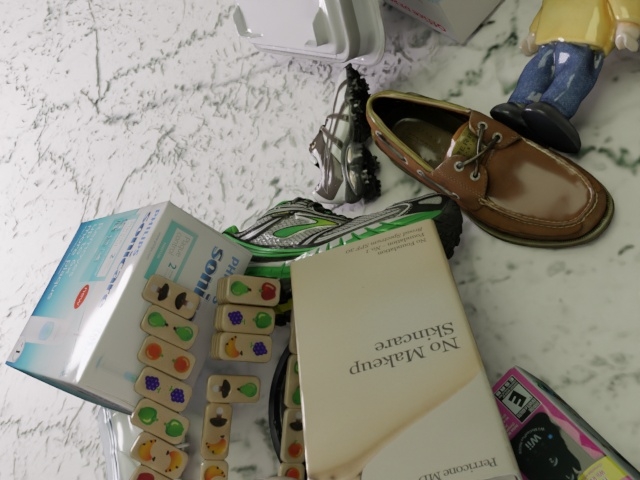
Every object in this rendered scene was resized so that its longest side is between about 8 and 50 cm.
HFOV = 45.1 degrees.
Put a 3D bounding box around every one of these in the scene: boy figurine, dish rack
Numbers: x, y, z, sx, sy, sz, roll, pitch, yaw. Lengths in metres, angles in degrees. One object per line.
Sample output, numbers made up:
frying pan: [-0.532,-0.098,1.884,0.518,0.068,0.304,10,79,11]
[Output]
boy figurine: [0.296,-0.239,0.859,0.285,0.092,0.177,-59,25,-8]
dish rack: [-0.056,-0.358,0.981,0.072,0.285,0.333,-28,28,-20]

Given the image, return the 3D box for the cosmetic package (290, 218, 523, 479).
cosmetic package: [0.069,0.129,0.686,0.160,0.113,0.309,-18,35,7]

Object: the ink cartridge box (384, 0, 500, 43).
ink cartridge box: [0.134,-0.399,0.944,0.168,0.232,0.171,-48,52,2]

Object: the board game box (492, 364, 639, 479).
board game box: [0.212,0.294,0.665,0.224,0.097,0.303,-48,53,5]

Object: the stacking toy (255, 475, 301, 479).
stacking toy: [0.043,0.457,0.609,0.480,0.350,0.351,30,86,21]

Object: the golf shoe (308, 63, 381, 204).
golf shoe: [0.022,-0.138,0.993,0.094,0.077,0.198,-13,61,27]

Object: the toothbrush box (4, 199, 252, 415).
toothbrush box: [-0.238,0.087,0.926,0.295,0.126,0.216,-4,58,54]

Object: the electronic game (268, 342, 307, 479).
electronic game: [0.036,0.182,0.854,0.229,0.048,0.229,-11,69,32]

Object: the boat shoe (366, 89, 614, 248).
boat shoe: [0.170,-0.084,0.858,0.307,0.104,0.111,27,84,37]

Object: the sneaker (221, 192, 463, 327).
sneaker: [0.000,0.000,0.907,0.343,0.134,0.146,-15,61,26]

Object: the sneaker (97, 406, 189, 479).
sneaker: [-0.203,0.275,0.931,0.091,0.094,0.258,-43,52,15]

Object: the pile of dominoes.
pile of dominoes: [-0.093,0.162,0.796,0.040,0.196,0.251,165,111,-64]
